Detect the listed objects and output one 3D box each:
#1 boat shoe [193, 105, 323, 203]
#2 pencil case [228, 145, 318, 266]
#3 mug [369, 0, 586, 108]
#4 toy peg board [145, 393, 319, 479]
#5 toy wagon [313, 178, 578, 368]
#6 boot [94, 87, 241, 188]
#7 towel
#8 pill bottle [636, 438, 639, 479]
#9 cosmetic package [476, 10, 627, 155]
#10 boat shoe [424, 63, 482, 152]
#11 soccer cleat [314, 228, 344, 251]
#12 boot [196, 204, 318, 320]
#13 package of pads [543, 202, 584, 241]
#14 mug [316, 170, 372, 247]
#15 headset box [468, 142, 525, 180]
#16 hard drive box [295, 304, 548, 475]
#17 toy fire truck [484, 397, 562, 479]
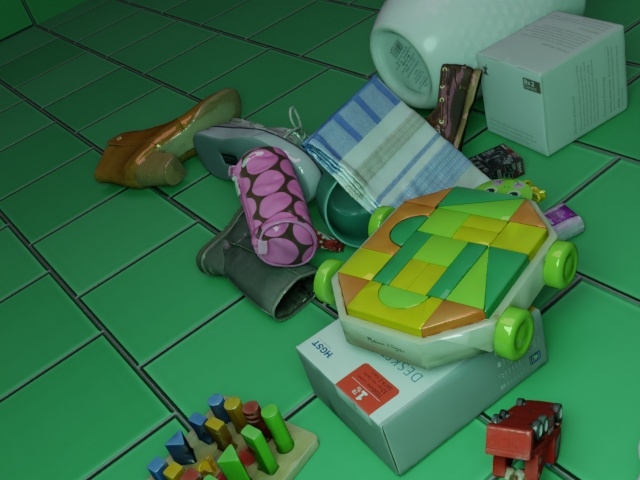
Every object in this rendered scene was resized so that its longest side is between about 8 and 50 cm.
[{"bbox_3d":[-0.076,-0.162,1.416,0.156,0.136,0.367,-33,28,-24],"label":"boat shoe"},{"bbox_3d":[-0.072,-0.051,1.170,0.098,0.095,0.209,2,35,-20],"label":"pencil case"},{"bbox_3d":[0.246,-0.390,1.476,0.328,0.276,0.374,-38,9,-19],"label":"mug"},{"bbox_3d":[-0.116,0.242,0.918,0.160,0.079,0.161,14,46,38],"label":"toy peg board"},{"bbox_3d":[0.165,0.011,0.954,0.267,0.068,0.344,14,46,38],"label":"toy wagon"},{"bbox_3d":[-0.311,-0.215,1.603,0.211,0.104,0.295,9,48,33],"label":"boot"},{"bbox_3d":[0.131,-0.096,1.138,0.209,0.285,0.034,-47,0,-36],"label":"towel"},{"bbox_3d":[0.362,0.189,0.743,0.108,0.108,0.180,15,47,39],"label":"pill bottle"},{"bbox_3d":[0.380,-0.261,1.301,0.183,0.151,0.151,-30,36,-16],"label":"cosmetic package"},{"bbox_3d":[0.204,-0.187,1.284,0.073,0.073,0.207,14,78,10],"label":"boat shoe"},{"bbox_3d":[0.000,0.000,1.203,0.035,0.083,0.029,14,90,52],"label":"soccer cleat"},{"bbox_3d":[-0.070,0.019,1.202,0.208,0.076,0.190,17,59,47],"label":"boot"},{"bbox_3d":[0.318,-0.015,1.103,0.083,0.032,0.050,-25,38,-8],"label":"package of pads"},{"bbox_3d":[0.067,-0.057,1.210,0.129,0.158,0.097,-42,25,5],"label":"mug"},{"bbox_3d":[0.279,-0.118,1.259,0.083,0.032,0.062,-23,36,-7],"label":"headset box"},{"bbox_3d":[0.120,0.136,0.943,0.232,0.089,0.181,-33,37,-19],"label":"hard drive box"},{"bbox_3d":[0.192,0.234,0.768,0.047,0.135,0.192,3,1,29],"label":"toy fire truck"}]
